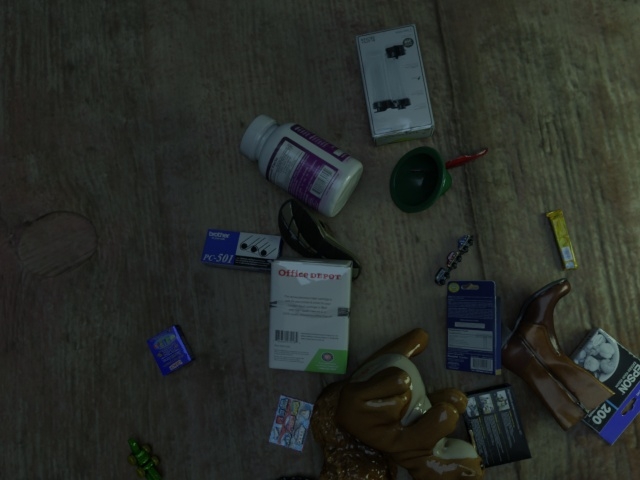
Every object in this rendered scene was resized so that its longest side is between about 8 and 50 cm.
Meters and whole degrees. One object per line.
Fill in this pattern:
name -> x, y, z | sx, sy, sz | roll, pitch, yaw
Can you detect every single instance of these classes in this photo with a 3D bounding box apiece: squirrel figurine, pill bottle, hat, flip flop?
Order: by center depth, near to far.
squirrel figurine -> 0.181, 0.482, 1.255 | 0.397, 0.281, 0.371 | -33, 91, 16
pill bottle -> -0.054, -0.203, 1.378 | 0.301, 0.169, 0.169 | 33, 88, 9
flip flop -> 0.000, 0.000, 1.394 | 0.277, 0.080, 0.112 | 40, 115, -5
hat -> 0.320, -0.151, 1.400 | 0.208, 0.183, 0.173 | -19, 70, 46

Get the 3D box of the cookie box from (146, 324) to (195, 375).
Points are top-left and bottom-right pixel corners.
cookie box -> -0.406, 0.298, 1.425 | 0.091, 0.040, 0.107 | -29, 81, 2

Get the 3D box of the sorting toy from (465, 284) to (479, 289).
sorting toy -> 0.389, 0.156, 1.360 | 0.083, 0.012, 0.062 | -40, 79, 1

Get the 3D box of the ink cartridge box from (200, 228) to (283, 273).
ink cartridge box -> -0.211, 0.030, 1.419 | 0.207, 0.046, 0.097 | 6, 71, 9

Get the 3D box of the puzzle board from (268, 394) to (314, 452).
puzzle board -> -0.077, 0.481, 1.379 | 0.096, 0.011, 0.128 | 14, 86, 8

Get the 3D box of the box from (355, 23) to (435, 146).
box -> 0.197, -0.413, 1.412 | 0.169, 0.087, 0.290 | -11, 82, 5

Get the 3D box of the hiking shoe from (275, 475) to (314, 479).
hiking shoe -> -0.126, 0.704, 1.328 | 0.304, 0.113, 0.132 | -24, 107, 1

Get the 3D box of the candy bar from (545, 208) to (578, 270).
candy bar -> 0.622, 0.000, 1.347 | 0.040, 0.018, 0.162 | -14, 82, 9

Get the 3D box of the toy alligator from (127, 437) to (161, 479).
toy alligator -> -0.458, 0.610, 1.393 | 0.190, 0.056, 0.051 | 50, 133, 8

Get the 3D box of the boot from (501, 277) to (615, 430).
boot -> 0.579, 0.263, 1.252 | 0.264, 0.096, 0.280 | -44, 67, 1

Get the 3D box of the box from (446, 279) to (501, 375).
box -> 0.380, 0.212, 1.307 | 0.136, 0.036, 0.225 | -4, 83, 44

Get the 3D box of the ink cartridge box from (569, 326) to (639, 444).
ink cartridge box -> 0.698, 0.358, 1.284 | 0.208, 0.045, 0.206 | 39, 89, 8

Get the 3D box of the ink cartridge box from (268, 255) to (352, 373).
ink cartridge box -> -0.023, 0.183, 1.330 | 0.198, 0.115, 0.273 | 4, 96, 8

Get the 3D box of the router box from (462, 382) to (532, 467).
router box -> 0.430, 0.460, 1.303 | 0.133, 0.046, 0.179 | -14, 82, 5

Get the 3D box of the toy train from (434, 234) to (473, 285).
toy train -> 0.348, 0.048, 1.372 | 0.036, 0.027, 0.158 | 35, 89, 20
